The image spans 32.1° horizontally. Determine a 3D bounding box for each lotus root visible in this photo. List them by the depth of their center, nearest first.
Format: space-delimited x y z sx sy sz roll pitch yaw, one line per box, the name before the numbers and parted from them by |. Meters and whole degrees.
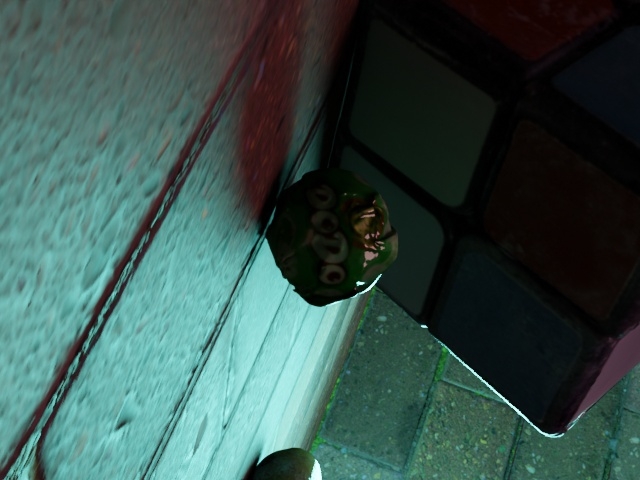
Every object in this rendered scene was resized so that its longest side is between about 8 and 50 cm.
lotus root | -0.053 0.326 1.376 0.113 0.088 0.192 -65 176 15

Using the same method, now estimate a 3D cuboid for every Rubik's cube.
Rubik's cube | 0.222 -0.081 0.976 0.318 0.316 0.313 -34 154 -33

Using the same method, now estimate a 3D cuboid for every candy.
candy | 0.000 -0.003 0.882 0.323 0.097 0.097 165 -55 -86
